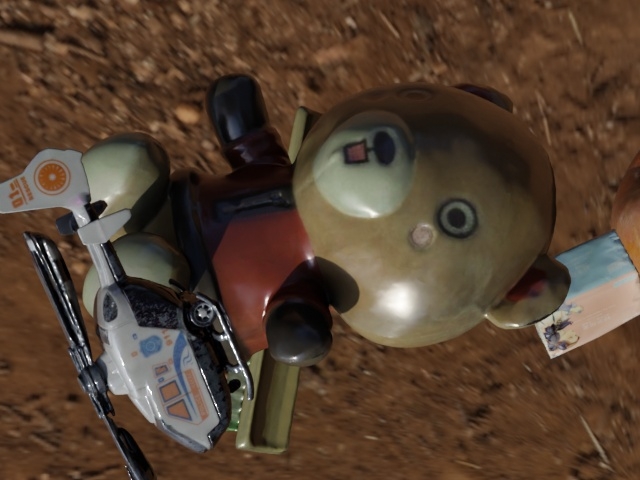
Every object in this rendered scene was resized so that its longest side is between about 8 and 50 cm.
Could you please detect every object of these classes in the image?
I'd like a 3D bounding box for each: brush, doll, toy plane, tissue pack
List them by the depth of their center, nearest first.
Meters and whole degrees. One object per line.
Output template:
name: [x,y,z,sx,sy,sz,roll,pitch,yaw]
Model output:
toy plane: [-0.094,0.041,0.831,0.078,0.053,0.197,-29,107,-17]
doll: [0.000,0.000,1.128,0.330,0.174,0.235,-13,49,1]
brush: [-0.032,0.032,1.345,0.048,0.054,0.282,7,84,44]
tissue pack: [0.216,0.043,1.358,0.094,0.074,0.059,-25,53,3]

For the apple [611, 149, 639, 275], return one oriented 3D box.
apple: [0.427,-0.024,1.665,0.253,0.253,0.254,-2,81,11]
